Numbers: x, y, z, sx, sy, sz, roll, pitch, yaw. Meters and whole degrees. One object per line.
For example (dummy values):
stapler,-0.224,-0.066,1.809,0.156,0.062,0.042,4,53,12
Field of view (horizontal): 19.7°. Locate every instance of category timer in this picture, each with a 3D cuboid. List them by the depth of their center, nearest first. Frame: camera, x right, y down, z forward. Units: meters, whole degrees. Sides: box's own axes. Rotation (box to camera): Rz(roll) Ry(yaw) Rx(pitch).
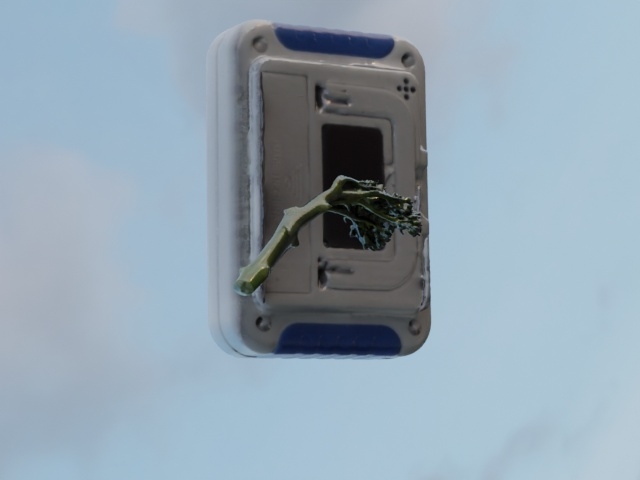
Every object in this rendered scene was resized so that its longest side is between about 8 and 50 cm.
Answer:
timer,0.004,-0.037,1.396,0.178,0.078,0.253,2,-98,-29

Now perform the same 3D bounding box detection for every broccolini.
broccolini,-0.002,-0.007,1.102,0.054,0.052,0.194,-24,-3,35
